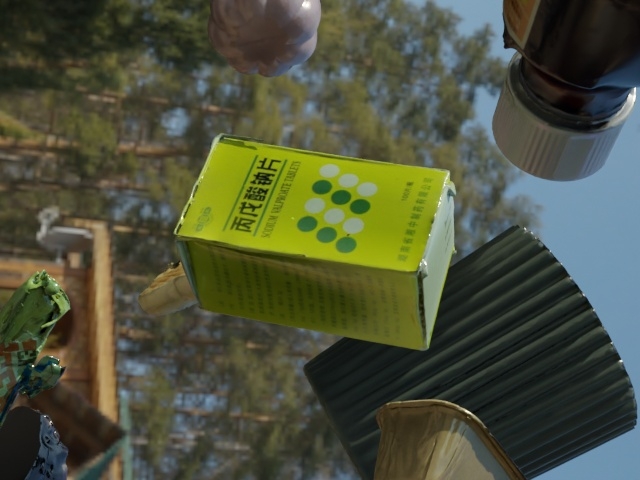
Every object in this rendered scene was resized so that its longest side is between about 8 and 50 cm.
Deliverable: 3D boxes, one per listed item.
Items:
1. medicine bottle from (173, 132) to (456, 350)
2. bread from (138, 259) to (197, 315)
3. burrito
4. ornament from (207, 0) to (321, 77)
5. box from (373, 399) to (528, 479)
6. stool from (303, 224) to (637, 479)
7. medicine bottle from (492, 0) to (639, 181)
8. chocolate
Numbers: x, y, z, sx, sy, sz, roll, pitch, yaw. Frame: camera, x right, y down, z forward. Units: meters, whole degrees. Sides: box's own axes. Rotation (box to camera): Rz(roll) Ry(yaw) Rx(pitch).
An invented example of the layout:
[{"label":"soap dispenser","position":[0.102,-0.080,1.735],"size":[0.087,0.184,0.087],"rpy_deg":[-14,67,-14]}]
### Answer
[{"label":"medicine bottle","position":[0.000,0.000,1.090],"size":[0.141,0.250,0.137],"rpy_deg":[77,26,-53]},{"label":"bread","position":[-0.077,0.002,1.361],"size":[0.054,0.316,0.316],"rpy_deg":[60,-24,-6]},{"label":"burrito","position":[-0.376,0.168,1.350],"size":[0.288,0.104,0.054],"rpy_deg":[-59,-157,10]},{"label":"ornament","position":[-0.085,-0.344,1.712],"size":[0.177,0.177,0.177],"rpy_deg":[-174,-90,-67]},{"label":"box","position":[0.115,0.204,0.942],"size":[0.111,0.177,0.111],"rpy_deg":[-28,-153,16]},{"label":"stool","position":[0.177,0.185,1.403],"size":[0.297,0.330,0.297],"rpy_deg":[61,-4,7]},{"label":"medicine bottle","position":[0.322,-0.249,1.360],"size":[0.395,0.242,0.242],"rpy_deg":[107,-23,-52]},{"label":"chocolate","position":[-0.400,0.356,1.536],"size":[0.206,0.177,0.224],"rpy_deg":[-35,-144,11]}]
